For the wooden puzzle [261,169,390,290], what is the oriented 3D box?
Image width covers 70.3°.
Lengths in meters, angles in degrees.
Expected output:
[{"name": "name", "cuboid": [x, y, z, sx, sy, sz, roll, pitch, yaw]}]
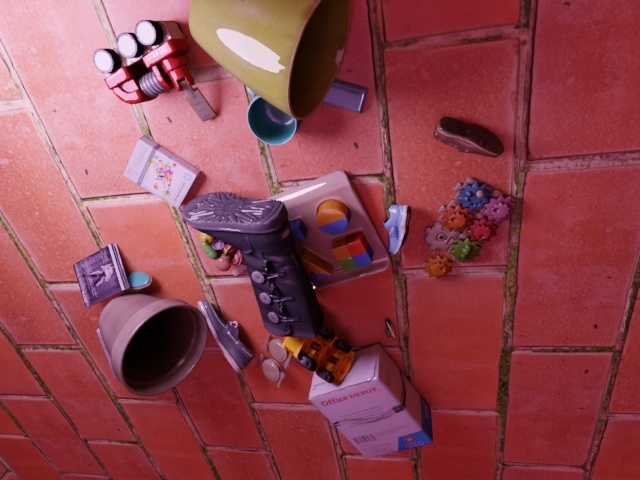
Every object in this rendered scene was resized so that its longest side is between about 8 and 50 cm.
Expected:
[{"name": "wooden puzzle", "cuboid": [0.000, 0.000, 1.356, 0.322, 0.080, 0.347, -18, 118, 22]}]

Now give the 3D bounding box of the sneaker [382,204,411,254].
[{"name": "sneaker", "cuboid": [0.215, -0.036, 1.313, 0.073, 0.063, 0.162, 17, 122, 21]}]

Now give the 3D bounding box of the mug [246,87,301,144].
[{"name": "mug", "cuboid": [-0.110, -0.331, 1.142, 0.130, 0.097, 0.157, 7, 127, 11]}]

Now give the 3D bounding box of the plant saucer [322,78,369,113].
[{"name": "plant saucer", "cuboid": [0.020, -0.373, 1.141, 0.192, 0.018, 0.067, 15, 125, 0]}]

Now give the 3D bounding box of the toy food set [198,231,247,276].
[{"name": "toy food set", "cuboid": [-0.308, 0.036, 1.446, 0.128, 0.071, 0.217, -26, 115, 25]}]

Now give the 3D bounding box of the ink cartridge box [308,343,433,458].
[{"name": "ink cartridge box", "cuboid": [0.189, 0.593, 1.662, 0.286, 0.166, 0.394, -26, 116, 25]}]

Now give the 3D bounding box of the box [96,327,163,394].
[{"name": "box", "cuboid": [-0.734, 0.471, 1.798, 0.233, 0.058, 0.321, 14, 131, 11]}]

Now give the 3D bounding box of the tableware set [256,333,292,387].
[{"name": "tableware set", "cuboid": [-0.163, 0.443, 1.699, 0.128, 0.039, 0.194, 35, 123, 24]}]

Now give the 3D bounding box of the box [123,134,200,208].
[{"name": "box", "cuboid": [-0.468, -0.199, 1.342, 0.186, 0.038, 0.145, 33, 124, -12]}]

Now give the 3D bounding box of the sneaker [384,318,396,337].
[{"name": "sneaker", "cuboid": [0.229, 0.301, 1.541, 0.035, 0.031, 0.083, -16, 119, 21]}]

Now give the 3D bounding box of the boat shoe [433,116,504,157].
[{"name": "boat shoe", "cuboid": [0.367, -0.250, 1.134, 0.178, 0.064, 0.060, 21, 155, -2]}]

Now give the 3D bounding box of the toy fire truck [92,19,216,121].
[{"name": "toy fire truck", "cuboid": [-0.396, -0.396, 1.147, 0.217, 0.158, 0.246, -19, 107, 22]}]

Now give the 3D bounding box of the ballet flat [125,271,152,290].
[{"name": "ballet flat", "cuboid": [-0.674, 0.151, 1.607, 0.207, 0.073, 0.067, 1, 143, 16]}]

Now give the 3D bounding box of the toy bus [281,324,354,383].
[{"name": "toy bus", "cuboid": [-0.026, 0.376, 1.575, 0.220, 0.149, 0.212, 42, 158, -28]}]

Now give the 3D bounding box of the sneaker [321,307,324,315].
[{"name": "sneaker", "cuboid": [-0.082, 0.192, 1.504, 0.224, 0.083, 0.098, 19, 113, -7]}]

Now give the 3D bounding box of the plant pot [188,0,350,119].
[{"name": "plant pot", "cuboid": [-0.128, -0.448, 0.995, 0.294, 0.275, 0.274, 25, 126, 12]}]

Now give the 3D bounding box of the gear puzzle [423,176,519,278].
[{"name": "gear puzzle", "cuboid": [0.393, -0.011, 1.291, 0.176, 0.044, 0.338, 25, 124, -6]}]

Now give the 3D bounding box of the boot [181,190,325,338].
[{"name": "boot", "cuboid": [-0.195, 0.084, 1.360, 0.367, 0.146, 0.444, 12, 136, 35]}]

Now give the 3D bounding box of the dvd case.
[{"name": "dvd case", "cuboid": [-0.762, 0.122, 1.575, 0.221, 0.018, 0.164, -23, 82, 25]}]

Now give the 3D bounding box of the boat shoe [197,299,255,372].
[{"name": "boat shoe", "cuboid": [-0.342, 0.335, 1.658, 0.099, 0.116, 0.319, -32, 112, -20]}]

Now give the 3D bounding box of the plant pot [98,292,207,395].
[{"name": "plant pot", "cuboid": [-0.598, 0.317, 1.551, 0.281, 0.323, 0.322, 21, 132, 36]}]
